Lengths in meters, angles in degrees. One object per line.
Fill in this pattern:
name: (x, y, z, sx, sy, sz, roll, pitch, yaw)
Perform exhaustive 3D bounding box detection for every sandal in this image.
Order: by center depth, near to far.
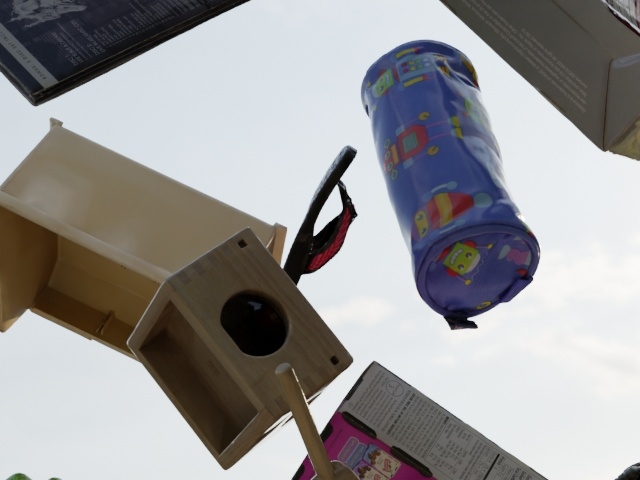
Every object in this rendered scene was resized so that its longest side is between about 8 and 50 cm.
sandal: (0.000, 0.000, 1.218, 0.040, 0.067, 0.179, 24, -65, 1)

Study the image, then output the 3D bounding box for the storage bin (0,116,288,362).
storage bin: (-0.187, 0.048, 1.442, 0.262, 0.123, 0.260, 24, -38, 9)

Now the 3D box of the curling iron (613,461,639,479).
curling iron: (0.204, 0.220, 0.688, 0.068, 0.274, 0.035, -38, -37, 27)

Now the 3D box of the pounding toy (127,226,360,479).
pounding toy: (-0.025, 0.099, 1.062, 0.094, 0.206, 0.181, -34, -10, -31)

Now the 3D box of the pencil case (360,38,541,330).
pencil case: (0.124, -0.061, 1.396, 0.133, 0.306, 0.119, 30, -60, -33)

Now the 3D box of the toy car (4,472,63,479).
toy car: (-0.235, 0.306, 1.162, 0.155, 0.188, 0.149, -38, -17, 3)

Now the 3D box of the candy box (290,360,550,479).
candy box: (0.098, 0.223, 1.212, 0.233, 0.071, 0.159, 35, -41, 6)

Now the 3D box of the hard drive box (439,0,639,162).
hard drive box: (0.176, -0.140, 0.953, 0.089, 0.181, 0.232, -48, -17, 16)

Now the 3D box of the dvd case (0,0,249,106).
dvd case: (-0.176, -0.201, 1.154, 0.221, 0.164, 0.018, -31, -32, -27)

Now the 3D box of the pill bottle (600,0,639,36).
pill bottle: (0.183, -0.125, 0.688, 0.086, 0.152, 0.086, -15, -49, -19)
